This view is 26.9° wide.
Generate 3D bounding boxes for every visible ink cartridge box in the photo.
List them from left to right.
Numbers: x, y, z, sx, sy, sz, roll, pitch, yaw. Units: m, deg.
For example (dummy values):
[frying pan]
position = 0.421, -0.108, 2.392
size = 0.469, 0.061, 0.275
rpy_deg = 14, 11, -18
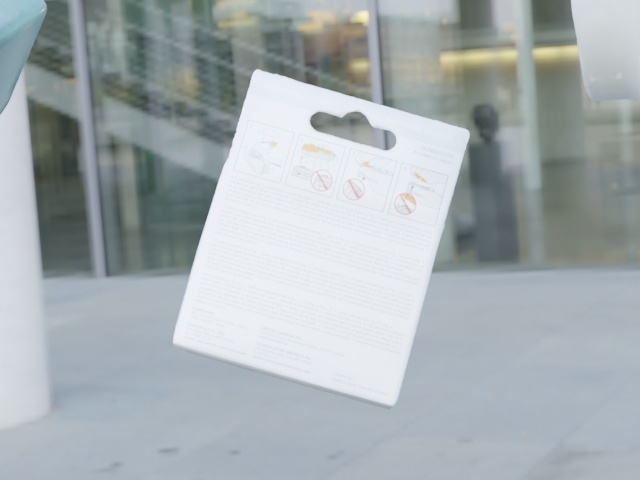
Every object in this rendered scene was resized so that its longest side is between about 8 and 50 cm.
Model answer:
[ink cartridge box]
position = 0.000, 0.000, 0.835
size = 0.145, 0.179, 0.045
rpy_deg = 16, -8, 2

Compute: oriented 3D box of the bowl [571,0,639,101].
[bowl]
position = 0.182, -0.124, 0.546
size = 0.156, 0.290, 0.289
rpy_deg = -5, 5, 15

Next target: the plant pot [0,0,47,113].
[plant pot]
position = -0.301, -0.109, 0.864
size = 0.234, 0.165, 0.166
rpy_deg = -42, -9, -49
